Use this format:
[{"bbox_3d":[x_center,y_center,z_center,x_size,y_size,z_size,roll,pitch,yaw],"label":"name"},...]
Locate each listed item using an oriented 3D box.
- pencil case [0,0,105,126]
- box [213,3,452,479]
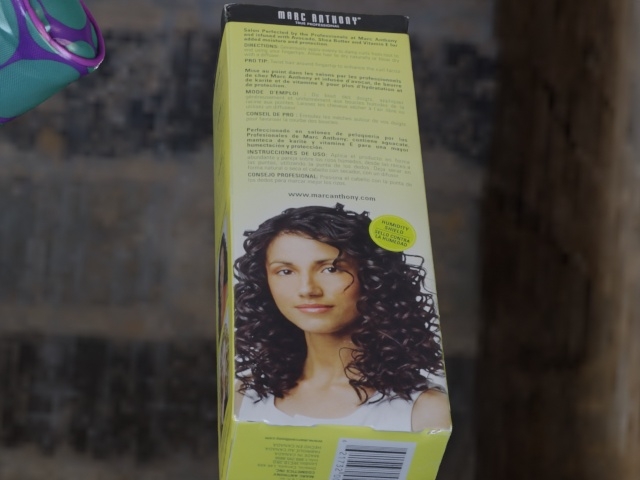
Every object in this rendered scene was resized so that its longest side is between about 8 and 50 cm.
[{"bbox_3d":[-0.164,-0.064,0.833,0.152,0.064,0.070,-30,-166,20],"label":"pencil case"},{"bbox_3d":[0.000,0.000,0.824,0.087,0.232,0.058,3,137,-9],"label":"box"}]
